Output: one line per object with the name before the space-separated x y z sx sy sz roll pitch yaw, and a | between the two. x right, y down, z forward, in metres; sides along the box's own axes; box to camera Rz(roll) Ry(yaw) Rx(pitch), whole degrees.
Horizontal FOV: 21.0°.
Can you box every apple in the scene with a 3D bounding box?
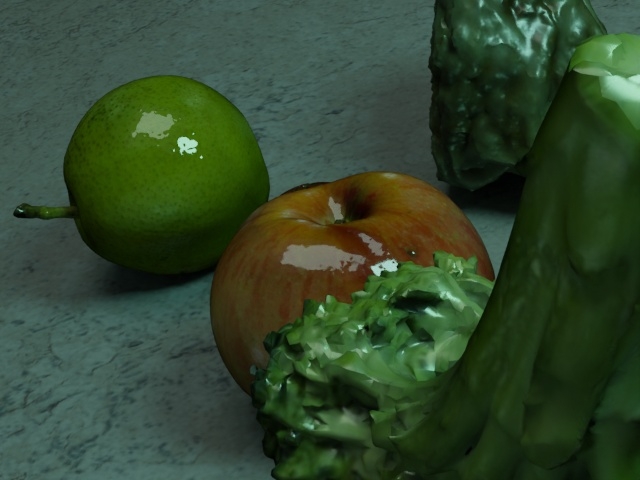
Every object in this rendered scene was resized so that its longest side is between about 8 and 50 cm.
apple | 0.020 0.040 1.256 0.209 0.164 0.209 -10 31 6

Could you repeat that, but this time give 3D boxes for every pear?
pear | -0.153 -0.044 1.464 0.216 0.180 0.166 -25 77 -14

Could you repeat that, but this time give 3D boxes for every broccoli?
broccoli | 0.109 0.071 0.955 0.353 0.397 0.275 -6 30 31

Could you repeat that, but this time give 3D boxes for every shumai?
shumai | 0.204 -0.168 1.467 0.222 0.261 0.225 -1 0 13

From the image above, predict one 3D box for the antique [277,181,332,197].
antique | 0.000 0.000 1.396 0.104 0.104 0.104 -11 31 7
